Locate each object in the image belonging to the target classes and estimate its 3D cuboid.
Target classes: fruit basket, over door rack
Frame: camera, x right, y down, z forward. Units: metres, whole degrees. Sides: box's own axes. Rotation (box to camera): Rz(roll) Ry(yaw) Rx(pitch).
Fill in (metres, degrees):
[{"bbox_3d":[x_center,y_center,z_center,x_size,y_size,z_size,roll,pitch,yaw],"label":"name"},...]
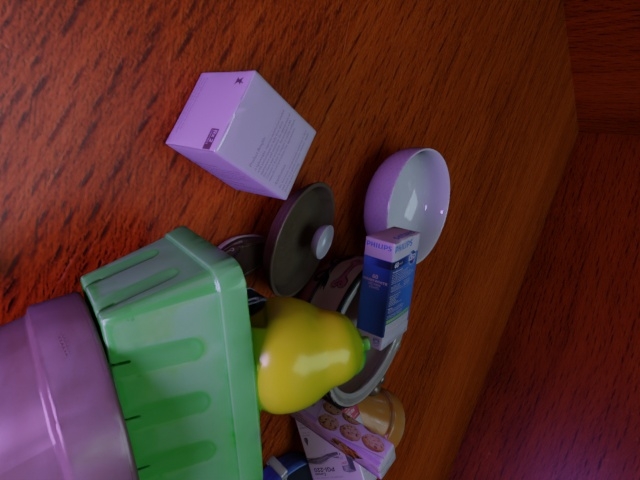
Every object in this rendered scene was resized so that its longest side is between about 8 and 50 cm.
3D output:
[{"bbox_3d":[-0.131,0.171,0.664,0.393,0.283,0.391,-12,111,-33],"label":"fruit basket"},{"bbox_3d":[-0.130,0.715,1.004,0.240,0.108,0.323,-38,128,-36],"label":"over door rack"}]

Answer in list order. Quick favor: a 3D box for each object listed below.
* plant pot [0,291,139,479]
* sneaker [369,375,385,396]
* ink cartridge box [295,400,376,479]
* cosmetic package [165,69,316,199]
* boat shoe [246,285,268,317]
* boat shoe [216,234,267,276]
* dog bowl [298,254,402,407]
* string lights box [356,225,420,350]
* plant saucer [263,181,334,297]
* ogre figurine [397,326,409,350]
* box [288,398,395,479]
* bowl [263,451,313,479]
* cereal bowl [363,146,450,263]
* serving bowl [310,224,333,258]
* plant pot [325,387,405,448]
[{"bbox_3d":[-0.402,0.252,0.512,0.281,0.323,0.322,-15,114,-35],"label":"plant pot"},{"bbox_3d":[0.170,0.415,1.306,0.064,0.192,0.086,-37,109,13],"label":"sneaker"},{"bbox_3d":[0.043,0.553,1.152,0.092,0.159,0.217,-10,81,-63],"label":"ink cartridge box"},{"bbox_3d":[-0.138,-0.185,0.771,0.184,0.152,0.151,34,76,-49],"label":"cosmetic package"},{"bbox_3d":[-0.224,0.188,0.837,0.301,0.102,0.108,-29,123,-40],"label":"boat shoe"},{"bbox_3d":[-0.182,0.059,0.846,0.258,0.095,0.095,-25,121,-42],"label":"boat shoe"},{"bbox_3d":[0.081,0.219,1.143,0.408,0.151,0.407,-26,124,-47],"label":"dog bowl"},{"bbox_3d":[0.159,0.108,1.005,0.133,0.077,0.259,-17,117,-50],"label":"string lights box"},{"bbox_3d":[-0.048,-0.003,0.967,0.277,0.041,0.277,-51,154,-39],"label":"plant saucer"},{"bbox_3d":[0.209,0.267,1.350,0.097,0.118,0.196,29,81,-50],"label":"ogre figurine"},{"bbox_3d":[0.030,0.452,1.045,0.067,0.324,0.063,-39,132,-33],"label":"box"},{"bbox_3d":[-0.113,0.780,1.188,0.391,0.077,0.390,-19,116,-44],"label":"bowl"},{"bbox_3d":[0.232,-0.102,1.233,0.339,0.141,0.338,-18,115,-45],"label":"cereal bowl"},{"bbox_3d":[0.000,0.000,0.991,0.083,0.027,0.083,-50,152,-39],"label":"serving bowl"},{"bbox_3d":[0.117,0.526,1.288,0.188,0.205,0.205,35,75,-33],"label":"plant pot"}]
